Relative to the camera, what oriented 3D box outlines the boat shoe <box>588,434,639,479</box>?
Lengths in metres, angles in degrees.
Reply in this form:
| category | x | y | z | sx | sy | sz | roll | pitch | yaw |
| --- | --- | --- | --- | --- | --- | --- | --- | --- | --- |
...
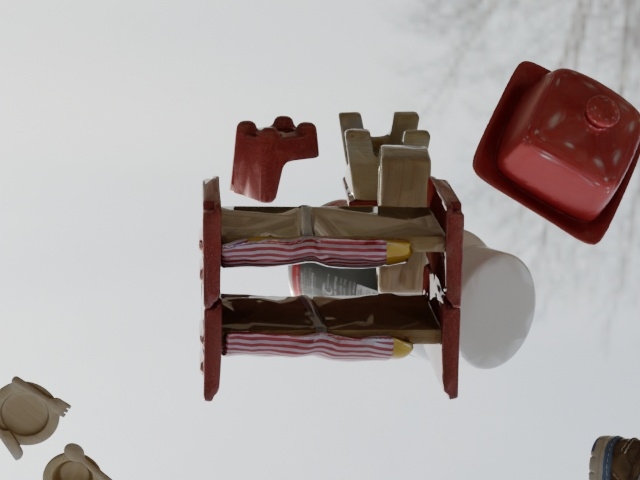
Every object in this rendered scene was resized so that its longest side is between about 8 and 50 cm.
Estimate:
| category | x | y | z | sx | sy | sz | roll | pitch | yaw |
| --- | --- | --- | --- | --- | --- | --- | --- | --- | --- |
| boat shoe | 0.271 | 0.262 | 1.481 | 0.066 | 0.183 | 0.066 | -2 | -177 | 36 |

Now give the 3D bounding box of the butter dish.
| category | x | y | z | sx | sy | sz | roll | pitch | yaw |
| --- | --- | --- | --- | --- | --- | --- | --- | --- | --- |
| butter dish | 0.258 | -0.106 | 1.707 | 0.160 | 0.118 | 0.160 | 32 | -119 | -6 |

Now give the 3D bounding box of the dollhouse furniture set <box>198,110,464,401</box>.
| category | x | y | z | sx | sy | sz | roll | pitch | yaw |
| --- | --- | --- | --- | --- | --- | --- | --- | --- | --- |
| dollhouse furniture set | 0.000 | 0.000 | 1.445 | 0.201 | 0.152 | 0.374 | 0 | -164 | -3 |

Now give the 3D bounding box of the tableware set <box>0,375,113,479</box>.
| category | x | y | z | sx | sy | sz | roll | pitch | yaw |
| --- | --- | --- | --- | --- | --- | --- | --- | --- | --- |
| tableware set | -0.277 | 0.212 | 1.556 | 0.168 | 0.141 | 0.020 | -39 | -166 | 14 |

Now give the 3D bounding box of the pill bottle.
| category | x | y | z | sx | sy | sz | roll | pitch | yaw |
| --- | --- | --- | --- | --- | --- | --- | --- | --- | --- |
| pill bottle | 0.107 | 0.051 | 2.026 | 0.161 | 0.161 | 0.283 | -16 | -159 | -38 |
